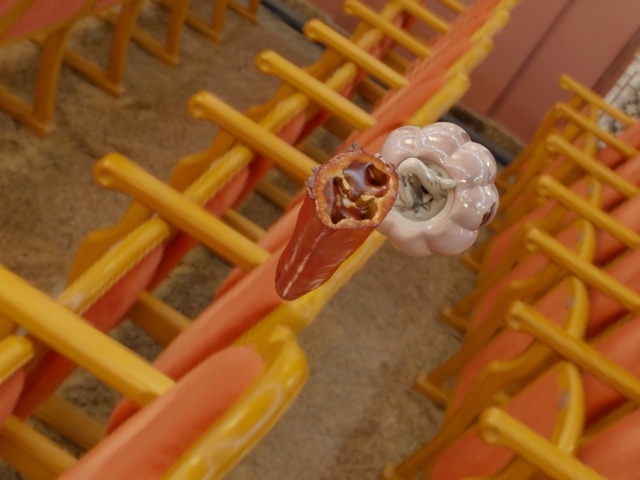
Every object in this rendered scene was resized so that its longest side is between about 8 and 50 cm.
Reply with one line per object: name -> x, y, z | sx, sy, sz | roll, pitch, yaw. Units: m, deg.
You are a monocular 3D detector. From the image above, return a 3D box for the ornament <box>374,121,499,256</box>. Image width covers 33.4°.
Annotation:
ornament -> 0.138, -0.064, 1.351 | 0.177, 0.177, 0.177 | 28, 26, -15

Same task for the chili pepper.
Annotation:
chili pepper -> -0.001, 0.004, 0.869 | 0.088, 0.169, 0.065 | -33, 75, -36
